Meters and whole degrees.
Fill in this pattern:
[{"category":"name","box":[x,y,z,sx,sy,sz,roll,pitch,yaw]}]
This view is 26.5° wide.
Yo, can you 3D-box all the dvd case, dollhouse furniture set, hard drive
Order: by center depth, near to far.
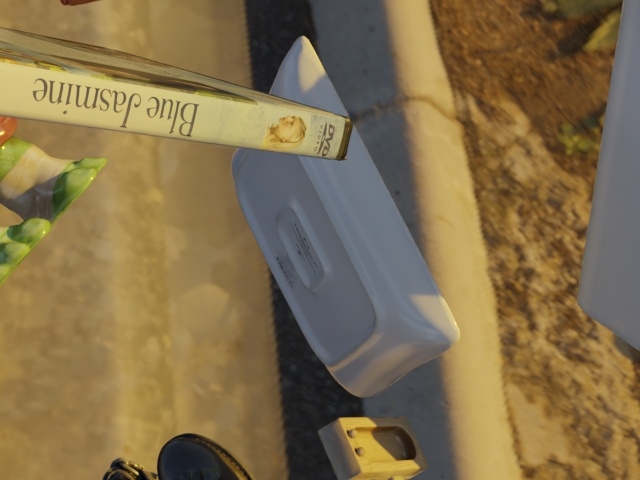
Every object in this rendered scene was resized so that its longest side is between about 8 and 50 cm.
[{"category":"dvd case","box":[-0.134,-0.072,0.550,0.180,0.253,0.022,20,101,42]},{"category":"hard drive","box":[0.309,-0.031,1.025,0.047,0.353,0.233,-28,47,-29]},{"category":"dollhouse furniture set","box":[0.110,0.197,1.129,0.123,0.144,0.151,-35,67,25]}]

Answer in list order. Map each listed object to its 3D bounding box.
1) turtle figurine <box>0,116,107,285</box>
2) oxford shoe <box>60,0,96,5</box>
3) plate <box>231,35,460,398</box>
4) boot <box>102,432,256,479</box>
[{"category":"turtle figurine","box":[-0.237,-0.113,0.768,0.266,0.198,0.274,41,89,-10]},{"category":"oxford shoe","box":[-0.272,-0.332,1.565,0.097,0.271,0.098,-15,91,2]},{"category":"plate","box":[0.000,0.000,1.184,0.045,0.278,0.277,-25,81,-20]},{"category":"boot","box":[-0.127,0.247,1.255,0.091,0.229,0.263,-39,51,3]}]
